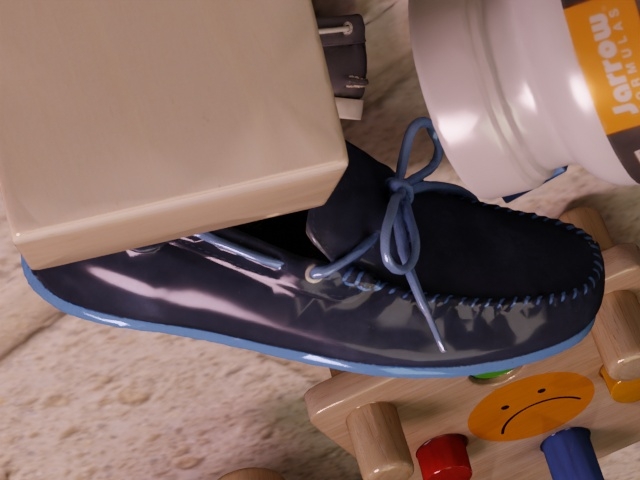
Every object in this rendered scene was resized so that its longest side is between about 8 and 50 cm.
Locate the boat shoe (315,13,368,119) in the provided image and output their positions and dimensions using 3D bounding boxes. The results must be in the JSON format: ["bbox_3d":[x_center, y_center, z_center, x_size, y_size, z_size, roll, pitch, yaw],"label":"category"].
[{"bbox_3d":[-0.067,-0.112,0.951,0.206,0.075,0.065,10,94,-25],"label":"boat shoe"}]

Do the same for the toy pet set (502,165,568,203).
[{"bbox_3d":[0.147,-0.078,1.061,0.114,0.065,0.122,-29,142,17],"label":"toy pet set"}]

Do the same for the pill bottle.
[{"bbox_3d":[0.197,-0.120,0.916,0.278,0.162,0.162,-16,147,20],"label":"pill bottle"}]

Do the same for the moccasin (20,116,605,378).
[{"bbox_3d":[0.000,0.000,1.004,0.342,0.138,0.117,3,126,-7],"label":"moccasin"}]

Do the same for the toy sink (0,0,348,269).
[{"bbox_3d":[-0.091,-0.120,0.828,0.152,0.234,0.131,-14,174,-7],"label":"toy sink"}]

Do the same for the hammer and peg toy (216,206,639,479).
[{"bbox_3d":[0.105,0.136,1.282,0.361,0.127,0.266,-27,145,15],"label":"hammer and peg toy"}]
